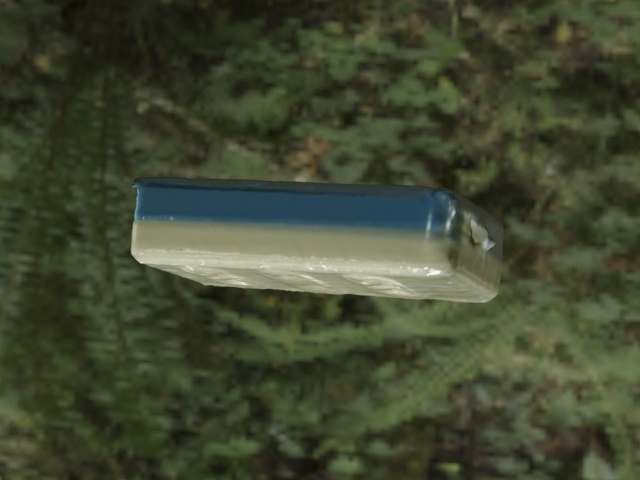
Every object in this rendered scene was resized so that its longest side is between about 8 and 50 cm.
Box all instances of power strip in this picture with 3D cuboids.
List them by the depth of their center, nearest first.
[{"bbox_3d":[0.000,0.000,0.565,0.123,0.032,0.056,2,171,24],"label":"power strip"}]
